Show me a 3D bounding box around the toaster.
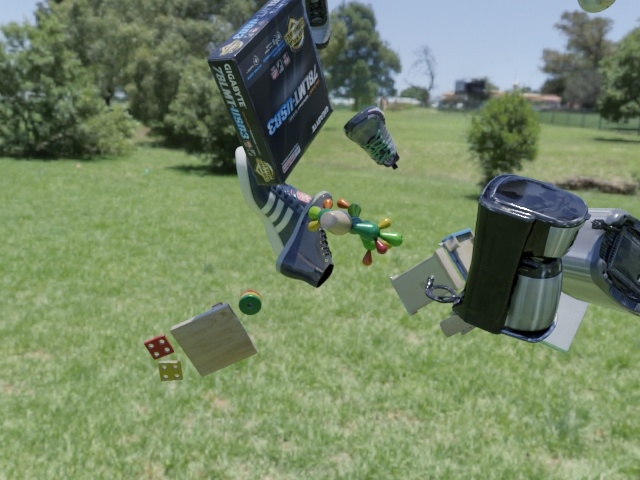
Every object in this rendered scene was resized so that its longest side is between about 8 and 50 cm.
[{"bbox_3d":[0.423,0.026,1.050,0.227,0.129,0.146,28,-10,-33],"label":"toaster"}]

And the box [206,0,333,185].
[{"bbox_3d":[-0.088,-0.316,1.411,0.073,0.293,0.295,4,42,29],"label":"box"}]

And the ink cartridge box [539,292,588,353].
[{"bbox_3d":[0.534,0.122,1.573,0.171,0.235,0.056,24,2,8],"label":"ink cartridge box"}]

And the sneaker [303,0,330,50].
[{"bbox_3d":[-0.026,-0.655,1.844,0.100,0.271,0.108,-11,8,-11],"label":"sneaker"}]

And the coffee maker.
[{"bbox_3d":[0.224,0.018,0.839,0.171,0.178,0.120,5,31,5],"label":"coffee maker"}]

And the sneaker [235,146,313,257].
[{"bbox_3d":[-0.093,-0.106,1.695,0.148,0.350,0.131,-17,43,11],"label":"sneaker"}]

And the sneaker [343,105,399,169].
[{"bbox_3d":[0.118,-0.200,1.367,0.083,0.098,0.224,-38,-12,13],"label":"sneaker"}]

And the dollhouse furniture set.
[{"bbox_3d":[0.424,0.146,2.175,0.198,0.286,0.303,-36,-11,38],"label":"dollhouse furniture set"}]

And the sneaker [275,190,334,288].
[{"bbox_3d":[0.000,0.000,1.563,0.118,0.222,0.083,24,-9,21],"label":"sneaker"}]

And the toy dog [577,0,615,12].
[{"bbox_3d":[0.456,-0.532,1.160,0.334,0.220,0.161,25,29,-27],"label":"toy dog"}]

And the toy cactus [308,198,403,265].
[{"bbox_3d":[0.049,-0.025,1.355,0.219,0.112,0.180,31,11,26],"label":"toy cactus"}]

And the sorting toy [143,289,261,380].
[{"bbox_3d":[-0.226,0.201,1.401,0.275,0.132,0.046,-25,26,8],"label":"sorting toy"}]
